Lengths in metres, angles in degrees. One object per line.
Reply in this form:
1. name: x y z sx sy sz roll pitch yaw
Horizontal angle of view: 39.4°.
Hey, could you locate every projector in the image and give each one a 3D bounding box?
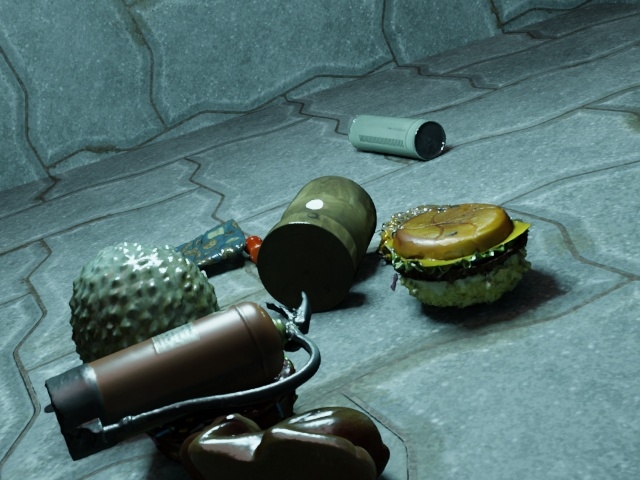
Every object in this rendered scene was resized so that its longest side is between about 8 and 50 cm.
1. projector: 0.203 -0.287 2.452 0.108 0.108 0.337 -24 20 -23

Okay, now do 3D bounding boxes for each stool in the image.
1. stool: 0.000 0.000 1.690 0.179 0.179 0.264 -10 19 17

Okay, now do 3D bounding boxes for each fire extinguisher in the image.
1. fire extinguisher: -0.149 0.183 1.160 0.376 0.113 0.200 -22 46 -18

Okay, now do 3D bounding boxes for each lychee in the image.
1. lychee: -0.286 0.128 1.446 0.255 0.255 0.274 1 65 40

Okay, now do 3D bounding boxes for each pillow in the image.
1. pillow: -0.287 0.037 1.986 0.256 0.034 0.189 -26 20 -2

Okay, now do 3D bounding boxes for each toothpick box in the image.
1. toothpick box: -0.137 0.022 1.940 0.047 0.047 0.083 -19 20 -10

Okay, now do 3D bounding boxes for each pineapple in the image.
1. pineapple: 0.203 -0.020 1.748 0.225 0.076 0.225 -15 17 5

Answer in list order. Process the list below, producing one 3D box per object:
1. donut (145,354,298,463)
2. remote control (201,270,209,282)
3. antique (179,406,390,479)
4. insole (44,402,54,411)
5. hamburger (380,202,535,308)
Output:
1. donut: -0.142 0.236 1.274 0.235 0.089 0.235 -14 20 5
2. remote control: -0.248 0.129 1.711 0.103 0.055 0.277 -18 19 -9
3. antique: -0.047 0.262 1.083 0.257 0.121 0.143 -10 12 14
4. insole: -0.408 0.265 1.535 0.135 0.002 0.045 -22 21 -17
5. hamburger: 0.227 0.027 1.492 0.243 0.138 0.261 -17 19 -10
